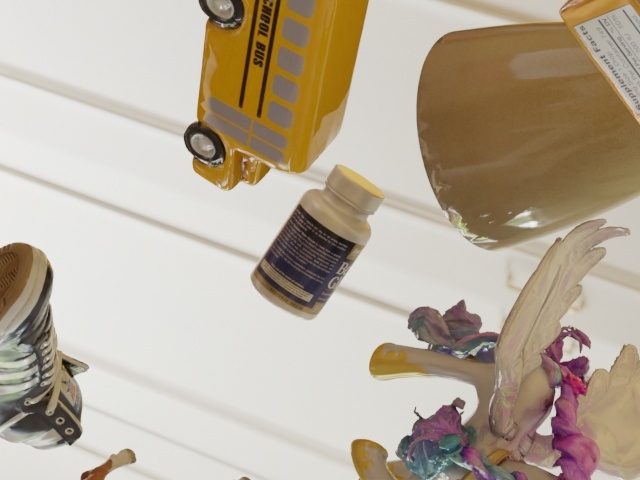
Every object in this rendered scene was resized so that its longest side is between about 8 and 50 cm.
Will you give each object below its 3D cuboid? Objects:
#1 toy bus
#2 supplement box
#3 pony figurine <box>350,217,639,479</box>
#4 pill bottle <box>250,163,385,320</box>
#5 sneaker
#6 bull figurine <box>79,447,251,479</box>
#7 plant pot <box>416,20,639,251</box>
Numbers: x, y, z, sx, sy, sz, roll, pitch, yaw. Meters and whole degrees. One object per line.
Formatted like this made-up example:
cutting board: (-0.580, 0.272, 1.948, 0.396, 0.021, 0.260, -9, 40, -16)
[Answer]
toy bus: (-0.038, -0.179, 1.280, 0.108, 0.130, 0.333, -51, 163, -39)
supplement box: (0.275, -0.105, 0.980, 0.078, 0.233, 0.080, -47, -162, -28)
pony figurine: (0.204, 0.171, 1.409, 0.303, 0.363, 0.351, 41, 75, -31)
pill bottle: (0.000, 0.000, 1.588, 0.169, 0.094, 0.094, -56, 166, 14)
sneaker: (-0.272, 0.108, 1.314, 0.282, 0.153, 0.099, -47, -148, 43)
bull figurine: (-0.188, 0.336, 1.574, 0.188, 0.310, 0.101, -32, 127, -51)
plant pot: (0.286, -0.132, 1.481, 0.256, 0.274, 0.257, 14, 72, -48)
